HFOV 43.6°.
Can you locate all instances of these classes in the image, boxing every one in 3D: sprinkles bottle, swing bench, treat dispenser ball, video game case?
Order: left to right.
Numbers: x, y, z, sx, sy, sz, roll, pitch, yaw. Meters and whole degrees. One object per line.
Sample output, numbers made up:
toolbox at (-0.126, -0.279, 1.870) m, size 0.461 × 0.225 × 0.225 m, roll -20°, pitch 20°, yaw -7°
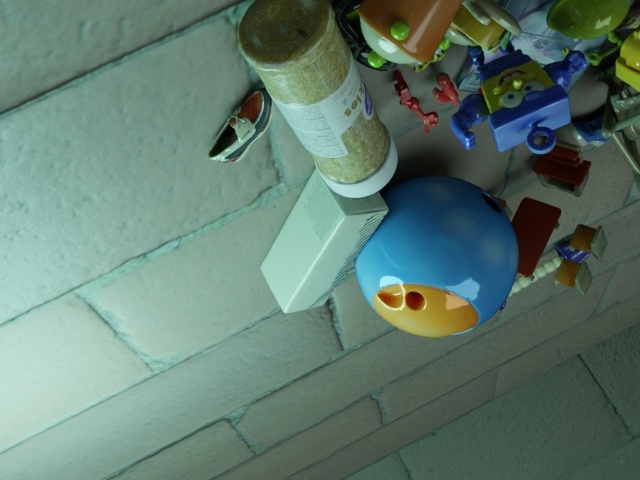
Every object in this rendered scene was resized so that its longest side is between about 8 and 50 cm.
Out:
sprinkles bottle at (0.009, -0.182, 1.067) m, size 0.121 × 0.121 × 0.355 m, roll -31°, pitch 152°, yaw 4°
treat dispenser ball at (0.203, 0.028, 1.415) m, size 0.288 × 0.288 × 0.288 m, roll -22°, pitch 151°, yaw -13°
video game case at (0.347, -0.321, 1.198) m, size 0.196 × 0.026 × 0.274 m, roll 4°, pitch 141°, yaw -20°
swing bench at (0.616, -0.253, 1.346) m, size 0.253 × 0.255 × 0.165 m, roll -24°, pitch 125°, yaw 32°

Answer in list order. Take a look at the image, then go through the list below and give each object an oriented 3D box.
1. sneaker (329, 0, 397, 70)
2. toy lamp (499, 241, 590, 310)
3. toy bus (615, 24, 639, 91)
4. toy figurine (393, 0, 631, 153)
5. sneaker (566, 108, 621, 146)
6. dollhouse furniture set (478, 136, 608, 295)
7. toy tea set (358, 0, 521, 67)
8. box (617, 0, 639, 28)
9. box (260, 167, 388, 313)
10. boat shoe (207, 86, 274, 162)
sneaker at (0.057, -0.265, 1.020) m, size 0.067 × 0.078 × 0.188 m, roll -33°, pitch 152°, yaw 8°
toy lamp at (0.566, 0.085, 2.068) m, size 0.274 × 0.080 × 0.080 m, roll -31°, pitch 152°, yaw 7°
toy bus at (0.532, -0.336, 1.131) m, size 0.220 × 0.149 × 0.211 m, roll -36°, pitch 135°, yaw -8°
toy figurine at (0.307, -0.201, 1.129) m, size 0.362 × 0.217 × 0.191 m, roll -21°, pitch 142°, yaw 8°
sneaker at (0.540, -0.225, 1.548) m, size 0.152 × 0.058 × 0.084 m, roll 1°, pitch 146°, yaw -50°
dollhouse furniture set at (0.424, -0.054, 1.556) m, size 0.259 × 0.262 × 0.135 m, roll -63°, pitch 150°, yaw -8°
toy tea set at (0.116, -0.268, 0.949) m, size 0.336 × 0.200 × 0.124 m, roll 4°, pitch 130°, yaw -54°
box at (0.577, -0.428, 1.251) m, size 0.293 × 0.057 × 0.201 m, roll -10°, pitch 147°, yaw -31°
box at (0.000, 0.000, 1.372) m, size 0.094 × 0.113 × 0.275 m, roll -9°, pitch 147°, yaw -35°
boat shoe at (-0.108, -0.155, 1.087) m, size 0.043 × 0.049 × 0.137 m, roll -1°, pitch 146°, yaw -38°
